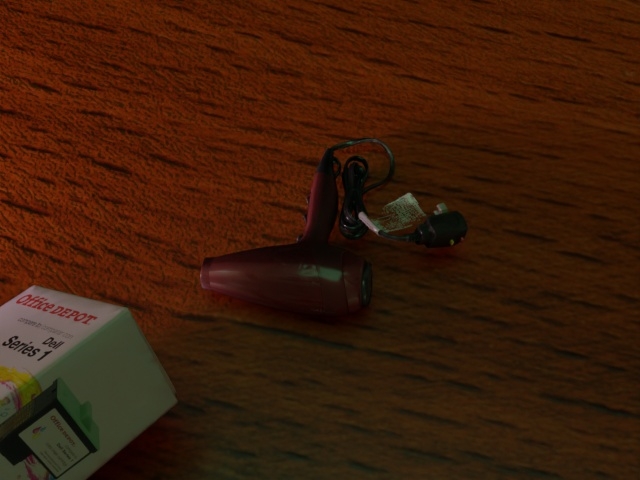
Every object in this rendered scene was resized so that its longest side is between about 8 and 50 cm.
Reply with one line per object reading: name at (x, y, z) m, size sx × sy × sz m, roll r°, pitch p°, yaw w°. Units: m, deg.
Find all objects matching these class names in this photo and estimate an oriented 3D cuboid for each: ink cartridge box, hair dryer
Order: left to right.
ink cartridge box at (-0.303, 0.167, 0.770) m, size 0.201 × 0.117 × 0.278 m, roll 6°, pitch 36°, yaw 46°
hair dryer at (0.000, 0.000, 0.986) m, size 0.294 × 0.080 × 0.223 m, roll -24°, pitch 43°, yaw -19°
